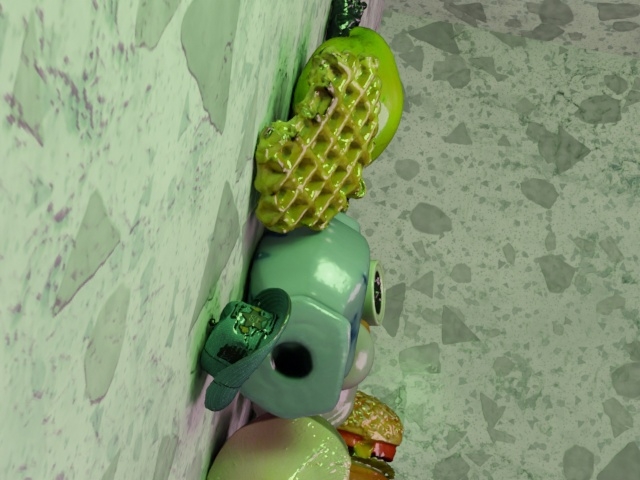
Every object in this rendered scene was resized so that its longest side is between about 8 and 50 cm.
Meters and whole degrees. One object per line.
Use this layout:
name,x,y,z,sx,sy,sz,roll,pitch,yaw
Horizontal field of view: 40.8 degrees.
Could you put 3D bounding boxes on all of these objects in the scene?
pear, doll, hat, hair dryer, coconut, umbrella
pear,0.044,-0.231,1.367,0.187,0.188,0.219,-53,154,-82
doll,-0.006,0.231,1.528,0.251,0.221,0.221,-39,157,-26
hat,-0.103,0.121,1.027,0.191,0.078,0.138,-55,-174,46
hair dryer,0.000,0.000,1.588,0.128,0.203,0.361,-68,152,-56
coconut,-0.058,0.378,1.325,0.245,0.233,0.233,39,63,-87
umbrella,0.034,-0.366,1.621,0.080,0.071,0.224,28,77,-57

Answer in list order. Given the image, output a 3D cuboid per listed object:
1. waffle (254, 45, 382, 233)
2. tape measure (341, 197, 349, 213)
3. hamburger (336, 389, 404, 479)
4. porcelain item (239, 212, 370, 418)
waffle,0.001,-0.132,1.191,0.291,0.051,0.291,-38,142,-37
tape measure,0.016,-0.082,1.945,0.196,0.105,0.178,-5,106,-85
hamburger,0.007,0.425,1.792,0.330,0.330,0.250,93,8,-67
porcelain item,-0.021,0.089,1.342,0.405,0.179,0.242,-79,178,-68
